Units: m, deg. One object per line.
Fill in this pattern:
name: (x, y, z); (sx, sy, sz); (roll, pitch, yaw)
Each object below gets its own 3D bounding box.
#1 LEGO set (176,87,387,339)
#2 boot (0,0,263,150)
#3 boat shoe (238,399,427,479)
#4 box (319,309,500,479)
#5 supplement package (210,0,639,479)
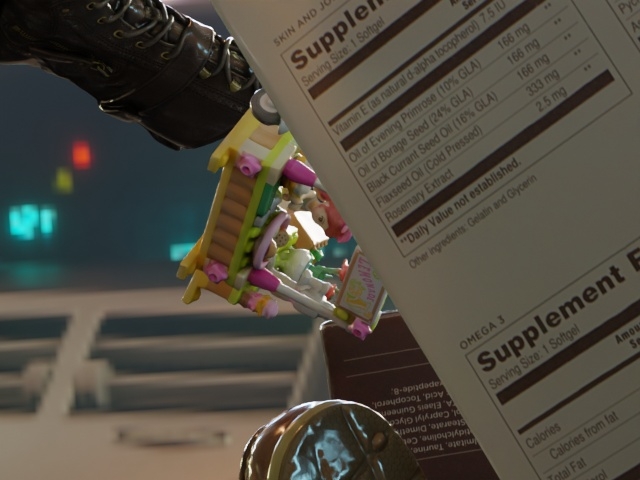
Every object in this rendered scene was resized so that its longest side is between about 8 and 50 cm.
LEGO set: (0.000, 0.000, 1.074); (0.107, 0.132, 0.287); (27, -23, 8)
boot: (-0.117, -0.149, 1.304); (0.229, 0.091, 0.263); (23, -25, -23)
boat shoe: (0.006, 0.127, 0.532); (0.064, 0.178, 0.060); (-28, 21, -38)
box: (0.098, 0.149, 1.258); (0.167, 0.203, 0.168); (-9, -13, 1)
supplement package: (0.144, -0.020, 0.595); (0.198, 0.262, 0.199); (-36, -13, 23)
